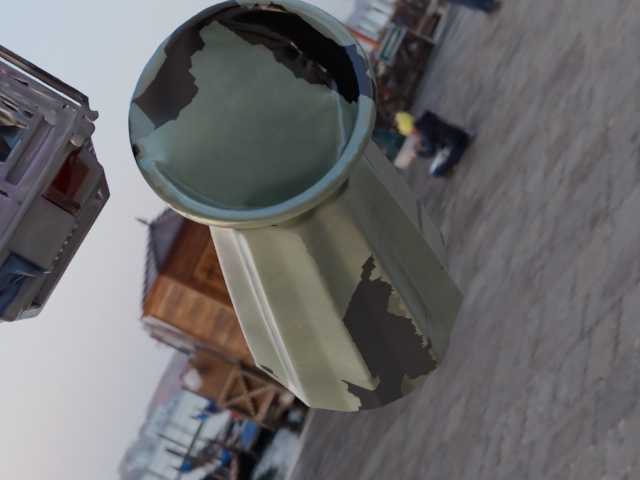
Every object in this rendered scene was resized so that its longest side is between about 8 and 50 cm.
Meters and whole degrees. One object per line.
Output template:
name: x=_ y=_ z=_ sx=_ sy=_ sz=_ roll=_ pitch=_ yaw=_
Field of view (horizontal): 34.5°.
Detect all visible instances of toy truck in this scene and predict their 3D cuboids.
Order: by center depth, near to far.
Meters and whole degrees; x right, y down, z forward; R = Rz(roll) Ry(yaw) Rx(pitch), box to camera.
toy truck: x=-0.179 y=-0.030 z=0.480 sx=0.124 sy=0.155 sz=0.268 roll=-60 pitch=6 yaw=-7

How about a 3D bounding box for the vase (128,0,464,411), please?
vase: x=0.000 y=0.000 z=0.621 sx=0.165 sy=0.165 sz=0.360 roll=-65 pitch=-17 yaw=-14
